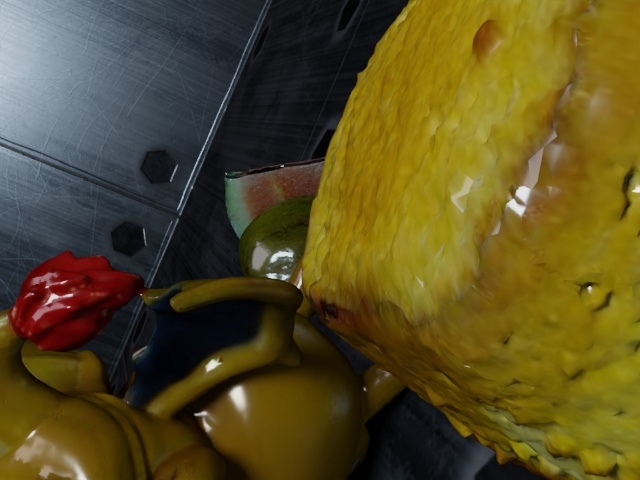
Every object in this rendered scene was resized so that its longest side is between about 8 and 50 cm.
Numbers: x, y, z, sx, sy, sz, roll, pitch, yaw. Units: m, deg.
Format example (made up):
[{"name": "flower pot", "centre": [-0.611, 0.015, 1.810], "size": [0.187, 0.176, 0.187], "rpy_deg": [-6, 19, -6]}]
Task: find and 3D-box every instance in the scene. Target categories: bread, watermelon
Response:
[{"name": "bread", "centre": [0.132, -0.040, 0.488], "size": [0.358, 0.204, 0.337], "rpy_deg": [-9, 64, 68]}, {"name": "watermelon", "centre": [-0.031, -0.076, 1.123], "size": [0.202, 0.207, 0.136], "rpy_deg": [-46, 49, 14]}]

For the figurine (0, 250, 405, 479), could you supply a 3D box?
[{"name": "figurine", "centre": [-0.104, 0.144, 0.683], "size": [0.401, 0.387, 0.268], "rpy_deg": [-29, 74, 38]}]

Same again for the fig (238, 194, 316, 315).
[{"name": "fig", "centre": [0.002, 0.016, 1.021], "size": [0.133, 0.185, 0.126], "rpy_deg": [-107, 4, -58]}]
